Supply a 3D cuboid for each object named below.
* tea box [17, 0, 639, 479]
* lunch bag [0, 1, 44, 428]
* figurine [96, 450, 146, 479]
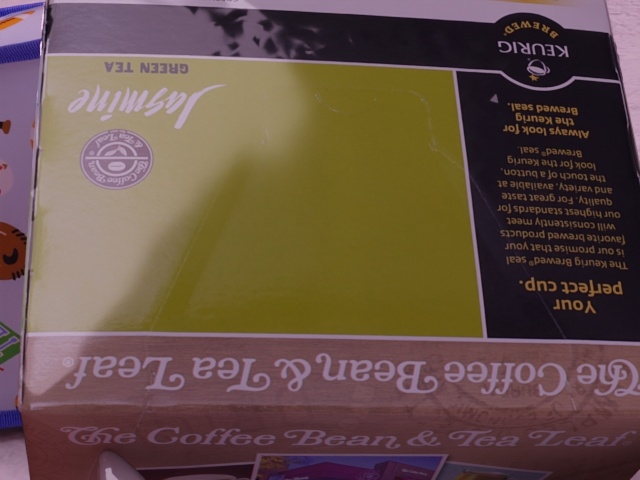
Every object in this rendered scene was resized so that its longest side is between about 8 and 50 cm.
[{"bbox_3d":[0.000,0.000,0.786,0.329,0.220,0.323,2,59,-8],"label":"tea box"},{"bbox_3d":[-0.140,-0.038,1.074,0.386,0.327,0.239,-6,21,15],"label":"lunch bag"},{"bbox_3d":[-0.048,0.214,0.581,0.092,0.209,0.215,-20,24,-20],"label":"figurine"}]
